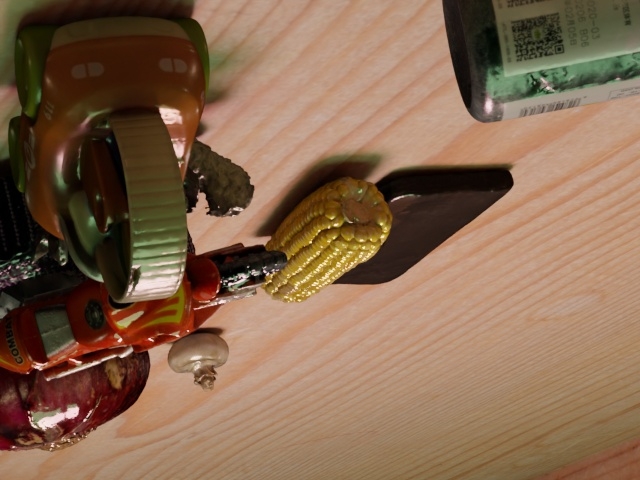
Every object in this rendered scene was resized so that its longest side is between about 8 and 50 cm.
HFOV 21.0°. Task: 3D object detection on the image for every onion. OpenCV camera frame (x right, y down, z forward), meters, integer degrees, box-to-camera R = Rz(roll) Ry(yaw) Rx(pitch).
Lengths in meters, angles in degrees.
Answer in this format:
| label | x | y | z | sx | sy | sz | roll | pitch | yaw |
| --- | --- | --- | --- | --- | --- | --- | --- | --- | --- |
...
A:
| label | x | y | z | sx | sy | sz | roll | pitch | yaw |
| --- | --- | --- | --- | --- | --- | --- | --- | --- | --- |
| onion | -0.322 | 0.151 | 2.011 | 0.246 | 0.190 | 0.246 | -14 | -177 | 1 |

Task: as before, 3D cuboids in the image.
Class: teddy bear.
| label | x | y | z | sx | sy | sz | roll | pitch | yaw |
| --- | --- | --- | --- | --- | --- | --- | --- | --- | --- |
| teddy bear | -0.168 | -0.057 | 1.547 | 0.213 | 0.111 | 0.133 | -22 | -151 | -30 |

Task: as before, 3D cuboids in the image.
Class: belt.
| label | x | y | z | sx | sy | sz | roll | pitch | yaw |
| --- | --- | --- | --- | --- | --- | --- | --- | --- | --- |
| belt | -0.266 | 0.022 | 1.743 | 0.260 | 0.122 | 0.325 | -27 | 160 | 22 |

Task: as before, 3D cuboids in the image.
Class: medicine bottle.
| label | x | y | z | sx | sy | sz | roll | pitch | yaw |
| --- | --- | --- | --- | --- | --- | --- | --- | --- | --- |
| medicine bottle | 0.250 | -0.185 | 1.356 | 0.293 | 0.141 | 0.141 | -11 | 163 | -1 |

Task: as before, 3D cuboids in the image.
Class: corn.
| label | x | y | z | sx | sy | sz | roll | pitch | yaw |
| --- | --- | --- | --- | --- | --- | --- | --- | --- | --- |
| corn | 0.000 | 0.000 | 1.884 | 0.093 | 0.093 | 0.244 | -4 | 166 | -23 |

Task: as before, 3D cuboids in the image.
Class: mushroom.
| label | x | y | z | sx | sy | sz | roll | pitch | yaw |
| --- | --- | --- | --- | --- | --- | --- | --- | --- | --- |
| mushroom | -0.164 | 0.167 | 2.345 | 0.085 | 0.079 | 0.085 | -10 | 167 | -3 |

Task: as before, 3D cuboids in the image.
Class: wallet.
| label | x | y | z | sx | sy | sz | roll | pitch | yaw |
| --- | --- | --- | --- | --- | --- | --- | --- | --- | --- |
| wallet | 0.085 | -0.009 | 2.001 | 0.165 | 0.042 | 0.309 | -4 | 162 | -28 |

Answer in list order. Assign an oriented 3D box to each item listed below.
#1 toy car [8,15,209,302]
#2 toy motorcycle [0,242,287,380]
| label | x | y | z | sx | sy | sz | roll | pitch | yaw |
| --- | --- | --- | --- | --- | --- | --- | --- | --- | --- |
| toy car | -0.159 | -0.047 | 1.370 | 0.145 | 0.235 | 0.235 | -5 | 162 | -18 |
| toy motorcycle | -0.168 | 0.056 | 1.575 | 0.298 | 0.089 | 0.171 | -21 | 180 | 43 |
